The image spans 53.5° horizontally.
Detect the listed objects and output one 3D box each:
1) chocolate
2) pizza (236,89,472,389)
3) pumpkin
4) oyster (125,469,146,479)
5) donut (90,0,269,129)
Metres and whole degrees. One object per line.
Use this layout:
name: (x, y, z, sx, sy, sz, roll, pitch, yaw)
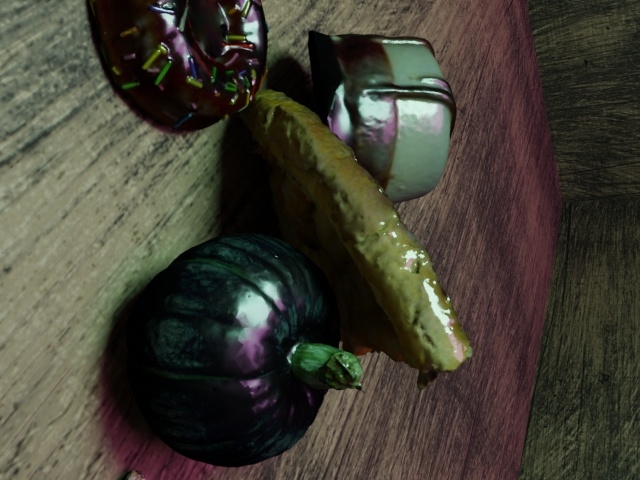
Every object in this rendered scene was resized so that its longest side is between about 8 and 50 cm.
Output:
chocolate: (0.089, -0.176, 0.909, 0.283, 0.186, 0.283, -10, 90, -90)
pizza: (0.001, -0.019, 0.783, 0.080, 0.435, 0.391, -23, 90, -19)
pumpkin: (-0.059, 0.119, 0.660, 0.248, 0.248, 0.248, 9, 80, -60)
oyster: (-0.187, 0.277, 0.648, 0.054, 0.019, 0.083, -57, 133, -48)
donut: (-0.140, -0.242, 0.708, 0.235, 0.089, 0.235, 7, 82, -58)
